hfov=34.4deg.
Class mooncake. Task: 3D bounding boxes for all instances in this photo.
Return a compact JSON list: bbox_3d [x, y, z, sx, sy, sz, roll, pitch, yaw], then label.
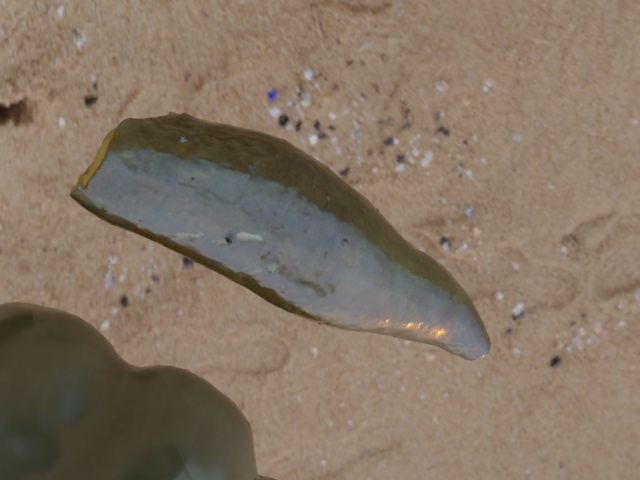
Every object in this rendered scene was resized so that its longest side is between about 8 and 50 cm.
[{"bbox_3d":[-0.193,0.214,0.716,0.378,0.201,0.379,18,141,16],"label":"mooncake"}]

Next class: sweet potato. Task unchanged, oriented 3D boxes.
[{"bbox_3d":[0.000,0.000,0.513,0.243,0.077,0.077,24,110,-22],"label":"sweet potato"}]
